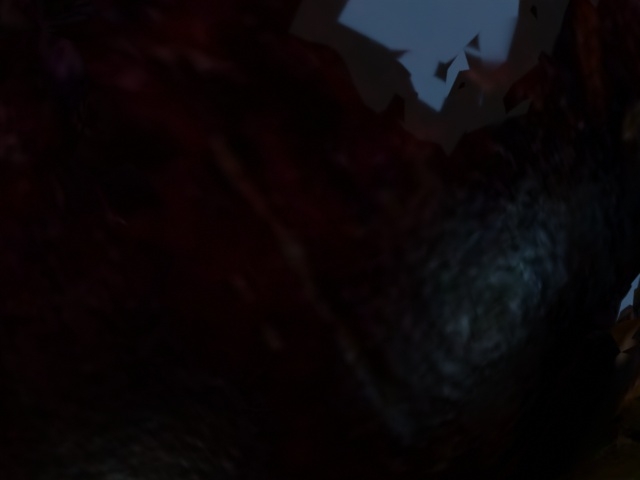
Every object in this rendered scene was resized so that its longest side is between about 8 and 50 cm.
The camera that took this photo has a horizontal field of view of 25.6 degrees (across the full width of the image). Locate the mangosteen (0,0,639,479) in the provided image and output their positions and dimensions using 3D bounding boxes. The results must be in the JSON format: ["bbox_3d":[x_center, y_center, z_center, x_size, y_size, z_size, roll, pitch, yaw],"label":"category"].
[{"bbox_3d":[-0.012,-0.009,0.451,0.300,0.300,0.300,30,41,-30],"label":"mangosteen"}]
